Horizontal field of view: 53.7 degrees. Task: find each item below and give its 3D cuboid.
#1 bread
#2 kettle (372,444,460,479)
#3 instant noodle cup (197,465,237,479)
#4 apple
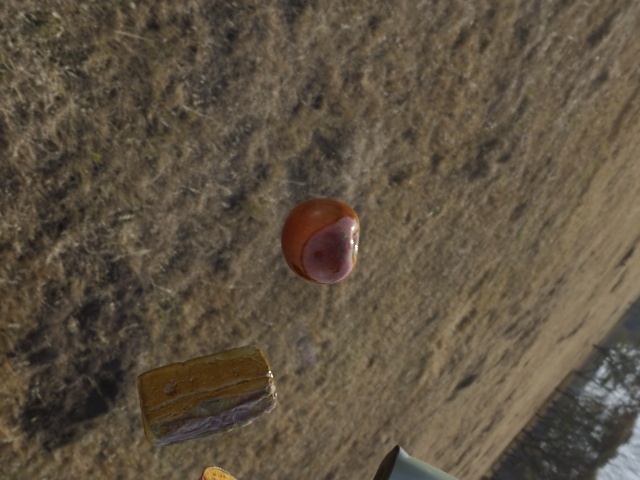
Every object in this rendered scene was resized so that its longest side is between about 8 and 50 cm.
[{"bbox_3d":[-0.247,0.333,1.384,0.294,0.167,0.132,-12,130,-17],"label":"bread"},{"bbox_3d":[0.250,0.708,1.726,0.221,0.236,0.161,-61,-179,-2],"label":"kettle"},{"bbox_3d":[-0.302,0.740,1.684,0.174,0.213,0.213,-41,156,7],"label":"instant noodle cup"},{"bbox_3d":[0.000,0.000,1.191,0.163,0.139,0.163,6,90,-80],"label":"apple"}]
